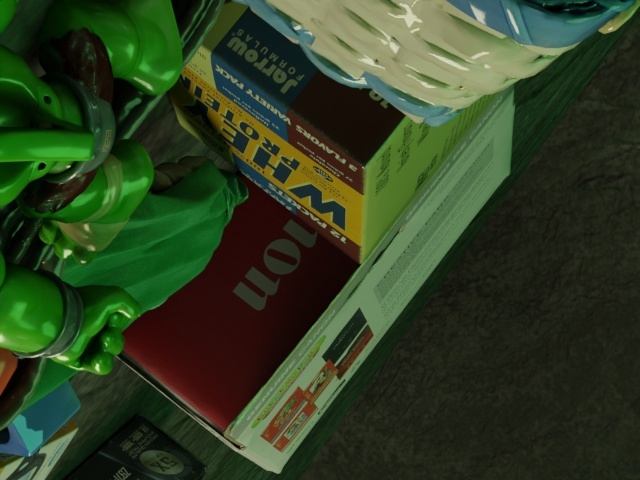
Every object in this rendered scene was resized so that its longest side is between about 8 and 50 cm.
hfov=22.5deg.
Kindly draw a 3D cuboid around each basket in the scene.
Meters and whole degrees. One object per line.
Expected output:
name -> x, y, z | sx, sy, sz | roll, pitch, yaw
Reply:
basket -> 0.075, -0.195, 0.590 | 0.255, 0.201, 0.289 | -56, 176, -24

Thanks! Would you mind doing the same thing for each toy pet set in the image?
toy pet set -> -0.189, 0.108, 0.852 | 0.114, 0.065, 0.122 | -45, 168, -36

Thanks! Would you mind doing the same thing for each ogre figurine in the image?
ogre figurine -> -0.106, -0.046, 0.574 | 0.118, 0.097, 0.197 | -9, 129, -57

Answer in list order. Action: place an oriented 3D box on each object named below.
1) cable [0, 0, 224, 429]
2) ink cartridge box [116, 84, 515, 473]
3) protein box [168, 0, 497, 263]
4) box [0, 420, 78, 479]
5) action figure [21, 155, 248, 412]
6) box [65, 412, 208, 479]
cable -> -0.114, -0.010, 0.684 | 0.287, 0.072, 0.139 | -47, 136, -7
ink cartridge box -> 0.000, 0.000, 1.157 | 0.309, 0.130, 0.272 | -52, 169, -7
protein box -> 0.030, -0.125, 0.837 | 0.201, 0.136, 0.200 | -51, 171, -10
box -> -0.208, 0.157, 1.049 | 0.081, 0.028, 0.136 | -56, 168, 15
action figure -> -0.110, 0.008, 0.839 | 0.232, 0.063, 0.137 | -32, 145, -52
box -> -0.190, 0.251, 1.313 | 0.180, 0.077, 0.147 | -41, 164, -50
